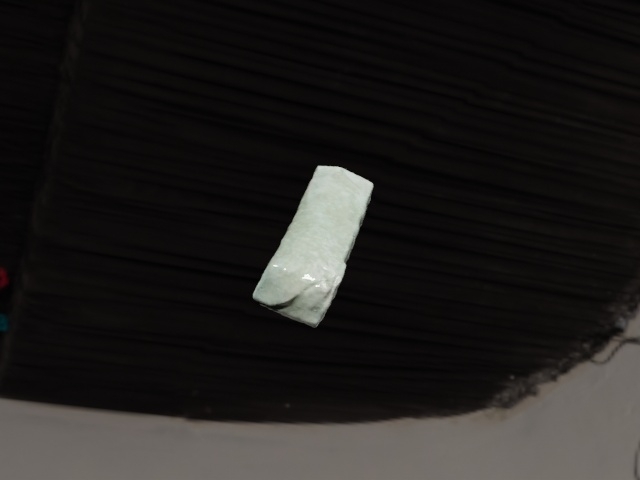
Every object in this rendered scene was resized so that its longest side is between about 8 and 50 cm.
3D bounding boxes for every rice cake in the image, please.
[{"bbox_3d":[0.000,0.000,0.879,0.206,0.069,0.063,-62,-7,-53],"label":"rice cake"}]
